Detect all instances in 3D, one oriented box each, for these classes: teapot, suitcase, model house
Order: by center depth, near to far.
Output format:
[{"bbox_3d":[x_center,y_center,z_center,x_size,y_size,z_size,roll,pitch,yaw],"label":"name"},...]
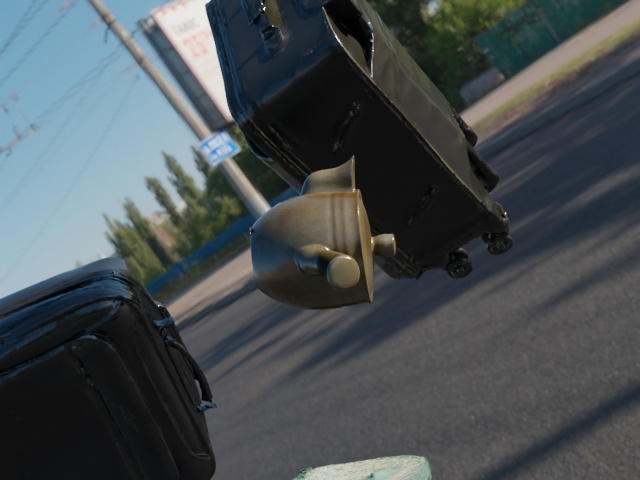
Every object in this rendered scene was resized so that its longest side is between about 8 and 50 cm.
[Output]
[{"bbox_3d":[0.000,0.000,0.467,0.080,0.084,0.110,-7,8,6],"label":"teapot"},{"bbox_3d":[0.043,0.286,0.798,0.148,0.148,0.119,-12,-3,24],"label":"model house"},{"bbox_3d":[0.045,-0.146,1.034,0.194,0.434,0.283,-32,46,17],"label":"suitcase"},{"bbox_3d":[-0.327,0.224,1.171,0.340,0.345,0.188,-24,26,-8],"label":"suitcase"}]
